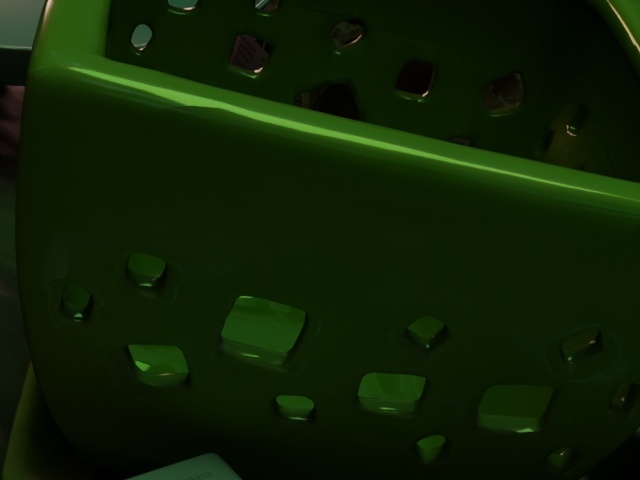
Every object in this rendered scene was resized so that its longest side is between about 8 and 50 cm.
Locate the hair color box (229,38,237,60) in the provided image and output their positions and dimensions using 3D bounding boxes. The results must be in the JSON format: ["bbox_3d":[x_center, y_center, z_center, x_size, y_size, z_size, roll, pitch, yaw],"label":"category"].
[{"bbox_3d":[-0.049,-0.174,0.962,0.072,0.043,0.141,35,32,26],"label":"hair color box"}]

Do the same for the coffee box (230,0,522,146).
[{"bbox_3d":[0.070,-0.197,0.805,0.168,0.297,0.119,-1,34,-33],"label":"coffee box"}]

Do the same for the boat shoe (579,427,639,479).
[{"bbox_3d":[0.131,0.127,0.440,0.103,0.118,0.320,11,14,13],"label":"boat shoe"}]

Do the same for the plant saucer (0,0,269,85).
[{"bbox_3d":[-0.182,-0.170,0.757,0.318,0.043,0.317,9,33,-6],"label":"plant saucer"}]

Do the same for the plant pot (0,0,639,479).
[{"bbox_3d":[0.000,0.000,0.491,0.228,0.207,0.227,13,31,-9],"label":"plant pot"}]

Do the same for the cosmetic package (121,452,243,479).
[{"bbox_3d":[-0.012,0.166,0.329,0.117,0.085,0.231,-10,42,-44],"label":"cosmetic package"}]
